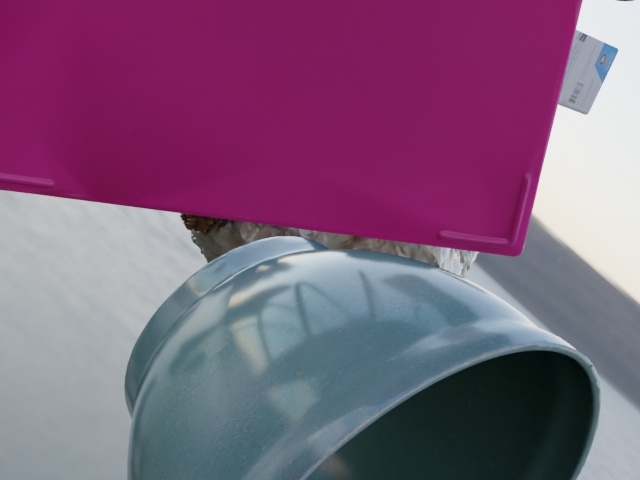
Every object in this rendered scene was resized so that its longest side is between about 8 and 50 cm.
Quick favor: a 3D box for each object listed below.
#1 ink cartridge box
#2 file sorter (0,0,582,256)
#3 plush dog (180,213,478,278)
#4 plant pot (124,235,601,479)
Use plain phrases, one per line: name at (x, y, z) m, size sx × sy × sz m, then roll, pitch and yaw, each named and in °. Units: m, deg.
ink cartridge box at (0.317, -0.249, 1.690) m, size 0.180 × 0.104 × 0.060 m, roll 14°, pitch 16°, yaw -40°
file sorter at (-0.026, -0.135, 0.672) m, size 0.291 × 0.202 × 0.182 m, roll 7°, pitch 22°, yaw -6°
plush dog at (0.000, 0.000, 0.998) m, size 0.225 × 0.210 × 0.262 m, roll 15°, pitch -7°, yaw 18°
plant pot at (-0.002, 0.120, 0.761) m, size 0.196 × 0.293 × 0.293 m, roll 44°, pitch 5°, yaw 36°
